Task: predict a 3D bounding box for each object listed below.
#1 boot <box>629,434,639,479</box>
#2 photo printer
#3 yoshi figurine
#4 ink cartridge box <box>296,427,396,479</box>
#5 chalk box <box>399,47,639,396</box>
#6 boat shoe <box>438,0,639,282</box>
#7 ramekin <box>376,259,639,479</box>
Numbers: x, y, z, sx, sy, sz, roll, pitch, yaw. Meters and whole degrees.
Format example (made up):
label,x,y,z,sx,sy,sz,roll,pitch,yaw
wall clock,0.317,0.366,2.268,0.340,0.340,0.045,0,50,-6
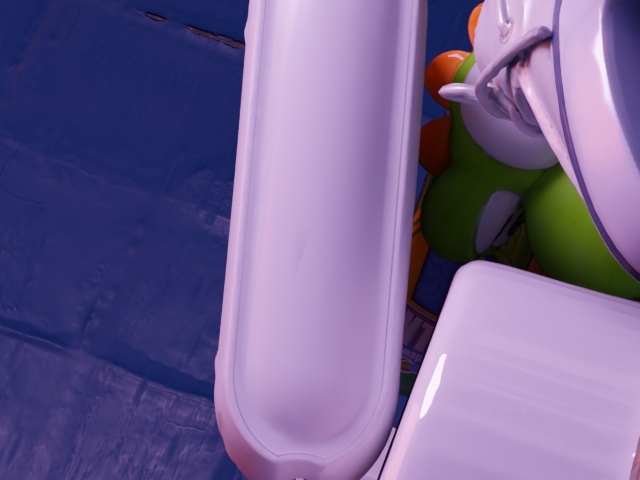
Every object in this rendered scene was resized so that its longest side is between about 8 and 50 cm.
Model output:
label,x,y,z,sx,sy,sz,roll,pitch,yaw
boot,0.155,0.092,0.738,0.087,0.042,0.118,95,-159,-45
photo printer,0.000,0.000,1.018,0.256,0.107,0.307,94,-179,-84
yoshi figurine,0.209,-0.109,1.022,0.362,0.203,0.203,-57,38,22
ink cartridge box,0.037,0.298,1.355,0.115,0.198,0.273,-55,-15,-75
chalk box,0.145,0.030,1.265,0.180,0.179,0.289,-64,-8,-61
boat shoe,0.129,-0.101,0.852,0.156,0.136,0.367,-46,38,42
ramekin,0.097,0.145,0.921,0.277,0.135,0.277,21,-90,-86
